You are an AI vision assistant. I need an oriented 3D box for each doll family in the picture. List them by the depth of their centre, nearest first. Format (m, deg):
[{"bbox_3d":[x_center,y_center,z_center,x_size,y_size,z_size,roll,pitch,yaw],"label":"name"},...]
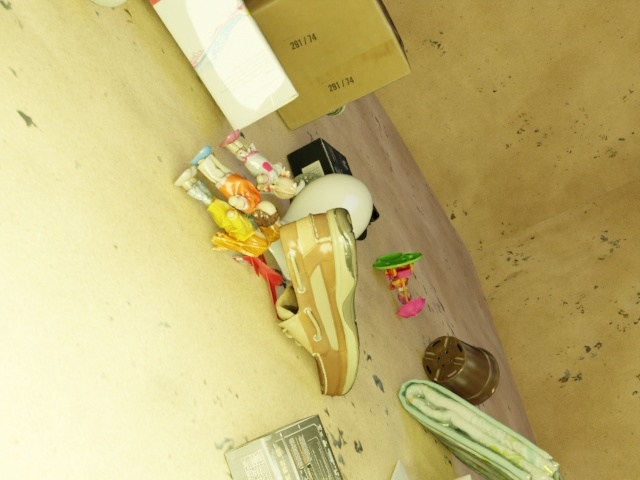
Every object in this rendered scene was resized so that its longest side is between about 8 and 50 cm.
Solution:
[{"bbox_3d":[-0.118,-0.057,1.048,0.163,0.118,0.263,44,17,-6],"label":"doll family"}]

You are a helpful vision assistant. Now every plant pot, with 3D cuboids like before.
[{"bbox_3d":[0.361,0.336,1.886,0.165,0.167,0.167,35,32,-44],"label":"plant pot"}]

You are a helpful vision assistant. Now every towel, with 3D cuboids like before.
[{"bbox_3d":[0.362,0.456,1.512,0.374,0.090,0.320,28,-18,45],"label":"towel"}]

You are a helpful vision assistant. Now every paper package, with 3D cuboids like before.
[{"bbox_3d":[-0.004,-0.456,1.619,0.309,0.324,0.168,55,19,-32],"label":"paper package"}]

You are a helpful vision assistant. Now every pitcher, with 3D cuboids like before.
[{"bbox_3d":[-0.022,-0.051,1.211,0.178,0.125,0.207,48,51,9],"label":"pitcher"}]

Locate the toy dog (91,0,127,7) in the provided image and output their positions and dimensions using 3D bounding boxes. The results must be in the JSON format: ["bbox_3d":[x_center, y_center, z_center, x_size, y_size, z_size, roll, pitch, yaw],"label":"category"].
[{"bbox_3d":[-0.331,-0.475,1.007,0.220,0.160,0.334,60,27,-42],"label":"toy dog"}]

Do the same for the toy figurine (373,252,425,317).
[{"bbox_3d":[0.212,0.122,1.863,0.173,0.130,0.159,-156,-129,-77],"label":"toy figurine"}]

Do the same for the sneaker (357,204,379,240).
[{"bbox_3d":[0.103,-0.052,1.717,0.051,0.089,0.170,-61,142,-28],"label":"sneaker"}]

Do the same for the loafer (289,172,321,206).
[{"bbox_3d":[0.000,0.000,1.336,0.087,0.094,0.251,153,-75,-76],"label":"loafer"}]

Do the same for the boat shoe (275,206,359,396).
[{"bbox_3d":[-0.008,0.096,1.071,0.123,0.119,0.324,-103,-171,-59],"label":"boat shoe"}]

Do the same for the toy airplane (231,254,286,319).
[{"bbox_3d":[-0.089,0.044,1.115,0.151,0.028,0.151,55,16,-25],"label":"toy airplane"}]

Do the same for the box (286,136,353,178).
[{"bbox_3d":[0.017,-0.122,1.585,0.158,0.093,0.156,24,43,-64],"label":"box"}]

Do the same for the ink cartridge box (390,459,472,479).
[{"bbox_3d":[0.242,0.551,1.220,0.354,0.119,0.207,64,16,1],"label":"ink cartridge box"}]

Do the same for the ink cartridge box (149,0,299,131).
[{"bbox_3d":[-0.176,-0.359,1.206,0.306,0.131,0.226,59,4,-21],"label":"ink cartridge box"}]

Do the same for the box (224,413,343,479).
[{"bbox_3d":[-0.014,0.337,0.853,0.231,0.056,0.183,67,17,12],"label":"box"}]

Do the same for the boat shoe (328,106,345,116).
[{"bbox_3d":[-0.041,-0.458,1.905,0.305,0.109,0.091,55,18,-8],"label":"boat shoe"}]
